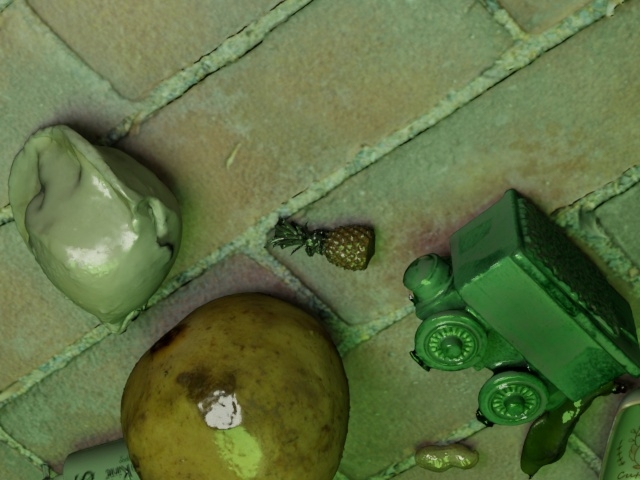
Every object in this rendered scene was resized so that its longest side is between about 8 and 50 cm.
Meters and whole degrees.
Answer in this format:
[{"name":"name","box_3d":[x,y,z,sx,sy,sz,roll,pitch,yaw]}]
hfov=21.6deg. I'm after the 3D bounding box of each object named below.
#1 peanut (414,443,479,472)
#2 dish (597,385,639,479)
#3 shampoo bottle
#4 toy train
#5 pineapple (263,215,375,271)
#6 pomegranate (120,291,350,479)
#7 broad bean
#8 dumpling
[{"name":"peanut","box_3d":[0.162,0.277,2.139,0.083,0.037,0.037,-7,127,20]},{"name":"dish","box_3d":[0.427,0.261,2.082,0.151,0.077,0.212,6,127,2]},{"name":"shampoo bottle","box_3d":[-0.243,0.295,2.153,0.262,0.085,0.085,-17,124,17]},{"name":"toy train","box_3d":[0.223,0.092,1.928,0.202,0.145,0.266,-36,117,23]},{"name":"pineapple","box_3d":[0.000,0.000,1.941,0.124,0.058,0.058,13,128,12]},{"name":"pomegranate","box_3d":[-0.094,0.199,1.956,0.281,0.281,0.281,2,127,3]},{"name":"broad bean","box_3d":[0.300,0.229,2.087,0.061,0.046,0.195,32,121,-16]},{"name":"dumpling","box_3d":[-0.273,-0.011,1.893,0.227,0.175,0.243,36,112,14]}]
